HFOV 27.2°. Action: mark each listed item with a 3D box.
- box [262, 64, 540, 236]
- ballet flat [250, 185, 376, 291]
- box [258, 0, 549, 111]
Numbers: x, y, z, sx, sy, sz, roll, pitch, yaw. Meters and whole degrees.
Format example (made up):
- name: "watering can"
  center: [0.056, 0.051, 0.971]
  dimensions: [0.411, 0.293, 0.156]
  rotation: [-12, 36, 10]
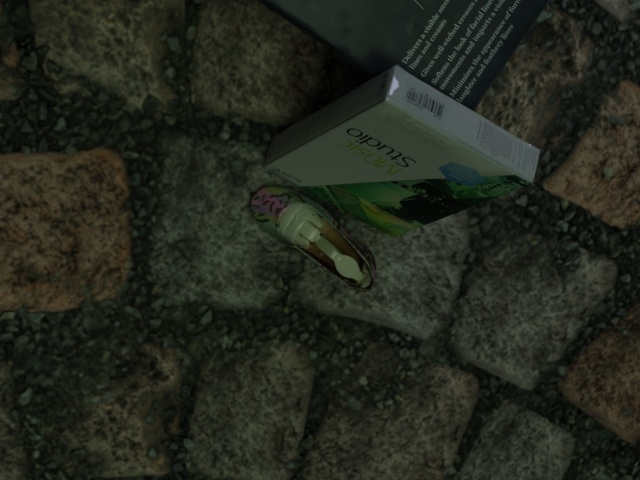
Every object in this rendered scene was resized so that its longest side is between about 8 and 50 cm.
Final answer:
- name: "box"
  center: [0.097, -0.106, 1.732]
  dimensions: [0.232, 0.322, 0.058]
  rotation: [27, 67, -22]
- name: "ballet flat"
  center: [0.000, 0.000, 1.857]
  dimensions: [0.221, 0.079, 0.077]
  rotation: [38, 96, -23]
- name: "box"
  center: [0.077, -0.375, 1.678]
  dimensions: [0.395, 0.212, 0.293]
  rotation: [32, 98, -24]
